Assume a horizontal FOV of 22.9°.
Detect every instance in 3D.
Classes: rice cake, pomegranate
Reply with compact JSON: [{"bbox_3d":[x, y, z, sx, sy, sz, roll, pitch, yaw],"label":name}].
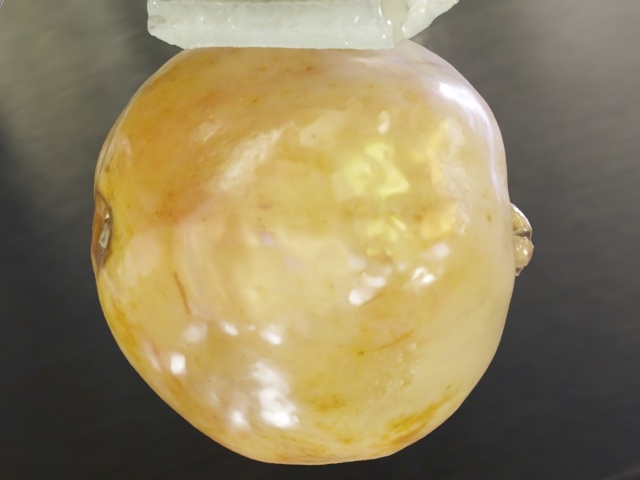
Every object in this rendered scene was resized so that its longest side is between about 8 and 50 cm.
[{"bbox_3d":[-0.021,-0.150,0.996,0.057,0.052,0.256,-26,21,-35],"label":"rice cake"},{"bbox_3d":[0.000,0.000,1.366,0.411,0.412,0.411,-18,22,8],"label":"pomegranate"}]

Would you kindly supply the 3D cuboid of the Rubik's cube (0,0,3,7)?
[{"bbox_3d":[-0.398,-0.387,1.472,0.291,0.291,0.290,19,25,-16],"label":"Rubik's cube"}]
